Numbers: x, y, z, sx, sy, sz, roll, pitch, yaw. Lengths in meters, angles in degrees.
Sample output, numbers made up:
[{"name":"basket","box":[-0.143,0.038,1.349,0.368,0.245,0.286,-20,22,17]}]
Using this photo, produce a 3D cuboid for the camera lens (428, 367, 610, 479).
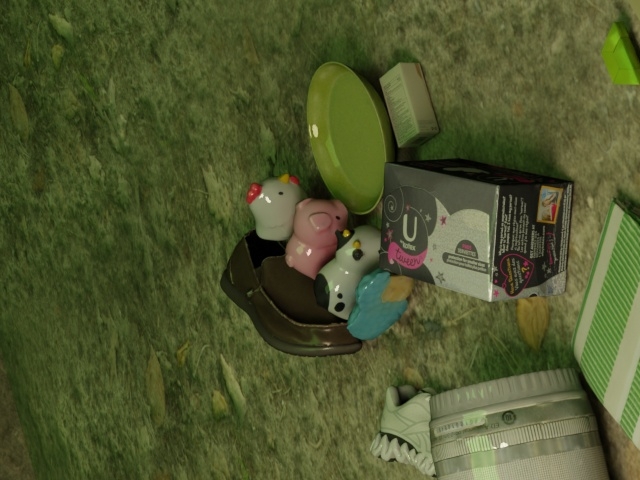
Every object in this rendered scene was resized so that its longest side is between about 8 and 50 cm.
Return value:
[{"name":"camera lens","box":[0.263,0.318,1.996,0.219,0.219,0.274,-25,73,54]}]

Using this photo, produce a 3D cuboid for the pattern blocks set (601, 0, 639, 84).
[{"name":"pattern blocks set","box":[0.440,-0.274,1.838,0.285,0.026,0.325,-29,73,52]}]

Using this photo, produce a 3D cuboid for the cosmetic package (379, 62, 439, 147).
[{"name":"cosmetic package","box":[0.132,-0.201,2.294,0.060,0.041,0.115,-33,66,53]}]

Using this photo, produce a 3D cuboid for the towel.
[{"name":"towel","box":[0.401,0.118,1.863,0.325,0.038,0.248,-123,41,-59]}]

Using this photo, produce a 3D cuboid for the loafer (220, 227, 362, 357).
[{"name":"loafer","box":[-0.055,0.080,2.517,0.366,0.134,0.130,33,120,49]}]

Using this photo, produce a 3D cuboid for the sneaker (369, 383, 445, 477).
[{"name":"sneaker","box":[0.175,0.278,2.235,0.292,0.110,0.118,8,91,55]}]

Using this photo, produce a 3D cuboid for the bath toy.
[{"name":"bath toy","box":[0.000,0.000,2.402,0.151,0.129,0.348,-48,50,2]}]

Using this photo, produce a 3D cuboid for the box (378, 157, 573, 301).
[{"name":"box","box":[0.206,-0.017,2.114,0.247,0.142,0.163,17,107,54]}]

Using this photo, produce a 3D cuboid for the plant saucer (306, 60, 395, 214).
[{"name":"plant saucer","box":[0.052,-0.161,2.387,0.241,0.037,0.241,41,139,49]}]
